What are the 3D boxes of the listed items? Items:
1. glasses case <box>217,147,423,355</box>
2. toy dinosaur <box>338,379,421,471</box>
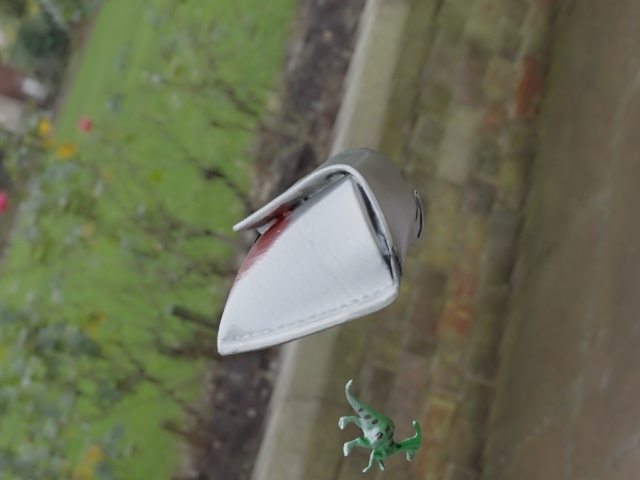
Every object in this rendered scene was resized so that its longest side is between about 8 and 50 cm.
[{"bbox_3d":[-0.002,0.001,1.190,0.128,0.083,0.308,-29,3,6],"label":"glasses case"},{"bbox_3d":[0.045,0.132,1.351,0.021,0.062,0.083,-122,31,-53],"label":"toy dinosaur"}]
